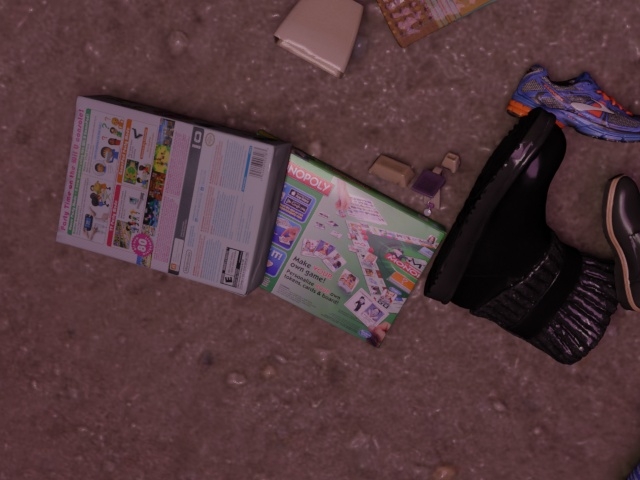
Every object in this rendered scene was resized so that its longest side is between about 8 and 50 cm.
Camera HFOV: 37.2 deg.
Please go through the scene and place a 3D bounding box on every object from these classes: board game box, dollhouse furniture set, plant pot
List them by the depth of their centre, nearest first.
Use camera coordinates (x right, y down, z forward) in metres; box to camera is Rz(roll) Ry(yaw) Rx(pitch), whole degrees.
[{"bbox_3d":[0.005,-0.297,1.327,0.109,0.109,0.096,29,94,-3],"label":"plant pot"},{"bbox_3d":[-0.215,-0.070,1.378,0.303,0.097,0.224,16,104,11],"label":"board game box"},{"bbox_3d":[0.138,-0.093,1.421,0.114,0.091,0.081,25,150,20],"label":"dollhouse furniture set"},{"bbox_3d":[0.000,0.000,1.439,0.317,0.046,0.213,28,106,-3],"label":"board game box"}]

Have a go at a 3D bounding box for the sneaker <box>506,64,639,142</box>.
[{"bbox_3d":[0.379,-0.190,1.337,0.221,0.083,0.087,13,102,-1],"label":"sneaker"}]

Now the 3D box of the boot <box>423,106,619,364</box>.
[{"bbox_3d":[0.328,0.000,1.350,0.260,0.131,0.348,24,126,0],"label":"boot"}]

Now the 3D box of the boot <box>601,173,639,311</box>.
[{"bbox_3d":[0.465,0.005,1.285,0.077,0.137,0.198,-28,108,-32],"label":"boot"}]

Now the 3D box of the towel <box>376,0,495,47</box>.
[{"bbox_3d":[0.213,-0.460,1.279,0.370,0.040,0.271,-26,110,13],"label":"towel"}]

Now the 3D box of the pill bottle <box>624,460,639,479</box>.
[{"bbox_3d":[0.553,0.383,1.448,0.152,0.152,0.272,30,107,-4],"label":"pill bottle"}]
